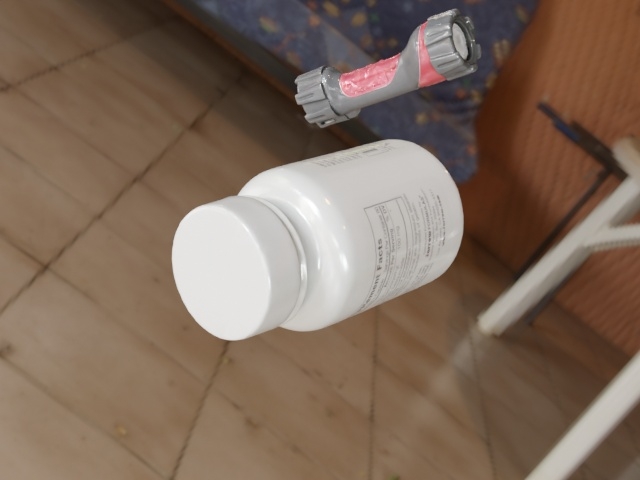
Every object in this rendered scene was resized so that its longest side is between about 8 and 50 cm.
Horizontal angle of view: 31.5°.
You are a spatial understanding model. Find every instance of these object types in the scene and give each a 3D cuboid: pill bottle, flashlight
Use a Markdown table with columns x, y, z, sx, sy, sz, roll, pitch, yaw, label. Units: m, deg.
| x | y | z | sx | sy | sz | roll | pitch | yaw | label |
| --- | --- | --- | --- | --- | --- | --- | --- | --- | --- |
| 0.000 | 0.000 | 0.901 | 0.131 | 0.131 | 0.229 | 45 | 38 | 23 | pill bottle |
| 0.097 | -0.269 | 1.775 | 0.103 | 0.304 | 0.103 | 16 | 66 | -53 | flashlight |
